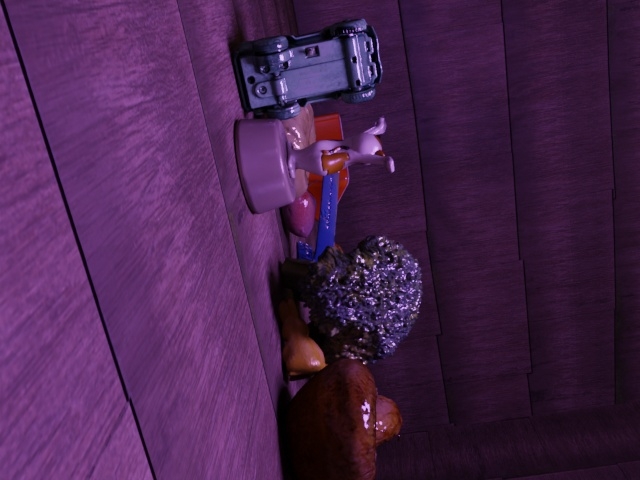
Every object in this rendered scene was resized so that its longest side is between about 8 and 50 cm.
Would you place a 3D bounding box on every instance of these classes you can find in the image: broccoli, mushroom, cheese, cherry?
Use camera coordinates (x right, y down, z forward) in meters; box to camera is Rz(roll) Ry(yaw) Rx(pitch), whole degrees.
[{"bbox_3d":[0.059,0.134,1.367,0.375,0.302,0.249,17,64,-65],"label":"broccoli"},{"bbox_3d":[0.038,0.343,1.196,0.283,0.195,0.263,6,82,-68],"label":"mushroom"},{"bbox_3d":[-0.071,-0.203,1.475,0.214,0.117,0.226,-82,168,-55],"label":"cheese"},{"bbox_3d":[-0.054,-0.077,1.599,0.106,0.087,0.126,72,28,-69],"label":"cherry"}]

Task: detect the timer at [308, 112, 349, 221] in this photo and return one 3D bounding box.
[{"bbox_3d":[-0.009,-0.214,2.015,0.250,0.161,0.257,89,-5,-63],"label":"timer"}]

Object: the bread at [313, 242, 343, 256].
[{"bbox_3d":[0.028,0.124,1.997,0.198,0.120,0.236,-68,148,-84],"label":"bread"}]

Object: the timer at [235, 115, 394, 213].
[{"bbox_3d":[-0.005,-0.153,1.200,0.175,0.266,0.175,-9,90,-85],"label":"timer"}]

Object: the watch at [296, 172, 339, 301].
[{"bbox_3d":[0.003,-0.005,1.648,0.274,0.068,0.276,-91,-164,-53],"label":"watch"}]

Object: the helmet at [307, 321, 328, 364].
[{"bbox_3d":[0.006,0.252,1.561,0.155,0.106,0.175,-102,-169,-59],"label":"helmet"}]

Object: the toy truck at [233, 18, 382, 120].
[{"bbox_3d":[-0.023,-0.336,1.291,0.156,0.279,0.155,-111,-171,-67],"label":"toy truck"}]

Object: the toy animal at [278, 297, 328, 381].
[{"bbox_3d":[-0.042,0.189,1.300,0.070,0.083,0.159,89,-14,-65],"label":"toy animal"}]
